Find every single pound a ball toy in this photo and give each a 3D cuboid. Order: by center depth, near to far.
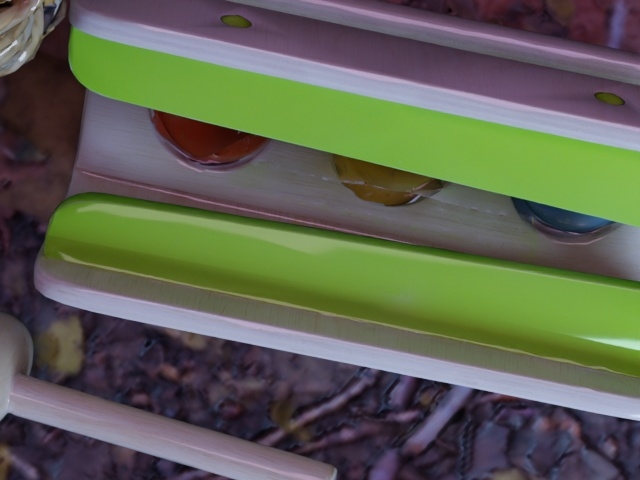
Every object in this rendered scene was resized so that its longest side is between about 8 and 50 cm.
[{"bbox_3d":[0.000,0.000,0.746,0.319,0.136,0.208,11,114,-1],"label":"pound a ball toy"}]

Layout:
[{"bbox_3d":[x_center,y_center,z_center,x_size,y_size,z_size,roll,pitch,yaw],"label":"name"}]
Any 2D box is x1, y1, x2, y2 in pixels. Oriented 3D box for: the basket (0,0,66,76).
[{"bbox_3d":[-0.208,-0.157,0.492,0.213,0.223,0.299,-32,89,-1],"label":"basket"}]
